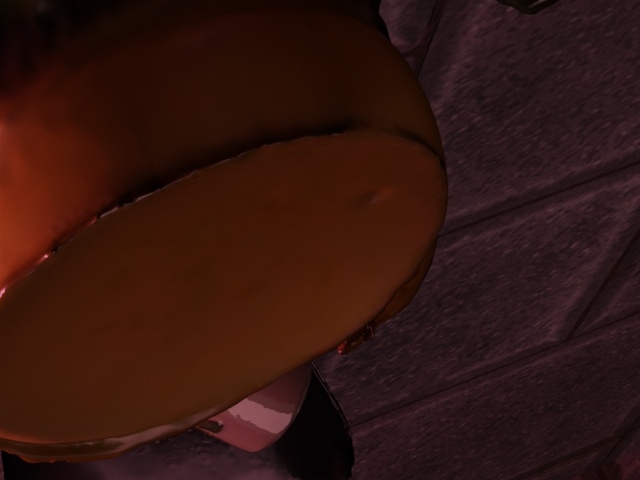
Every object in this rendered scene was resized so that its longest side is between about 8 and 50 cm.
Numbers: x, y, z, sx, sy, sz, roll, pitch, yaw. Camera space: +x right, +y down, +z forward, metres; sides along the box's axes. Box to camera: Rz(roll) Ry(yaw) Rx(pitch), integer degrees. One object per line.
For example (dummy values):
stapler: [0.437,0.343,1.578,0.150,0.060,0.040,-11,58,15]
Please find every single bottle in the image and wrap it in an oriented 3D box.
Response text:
bottle: [-0.139,0.089,1.749,0.253,0.120,0.120,28,130,-24]

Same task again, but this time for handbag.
handbag: [-0.157,0.162,1.896,0.342,0.152,0.288,-23,121,-12]

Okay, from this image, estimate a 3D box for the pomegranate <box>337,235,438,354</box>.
pomegranate: [0.000,0.000,1.693,0.215,0.215,0.215,-24,159,-9]

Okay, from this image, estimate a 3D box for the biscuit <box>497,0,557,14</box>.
biscuit: [0.281,-0.279,1.614,0.322,0.038,0.099,-33,162,15]

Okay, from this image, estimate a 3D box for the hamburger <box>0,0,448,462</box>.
hamburger: [-0.124,-0.071,1.266,0.396,0.277,0.396,-25,156,-12]
